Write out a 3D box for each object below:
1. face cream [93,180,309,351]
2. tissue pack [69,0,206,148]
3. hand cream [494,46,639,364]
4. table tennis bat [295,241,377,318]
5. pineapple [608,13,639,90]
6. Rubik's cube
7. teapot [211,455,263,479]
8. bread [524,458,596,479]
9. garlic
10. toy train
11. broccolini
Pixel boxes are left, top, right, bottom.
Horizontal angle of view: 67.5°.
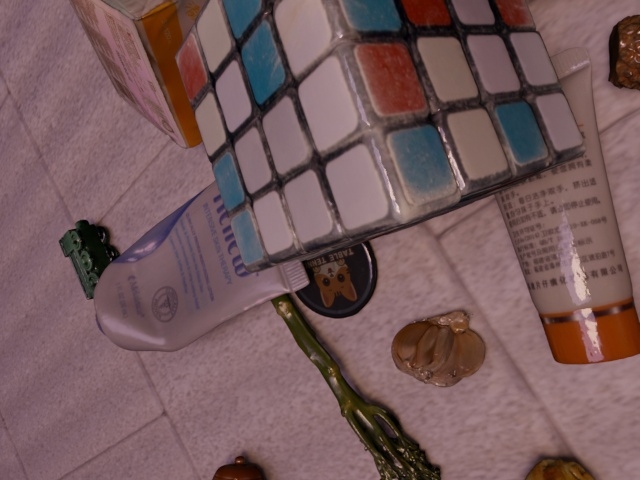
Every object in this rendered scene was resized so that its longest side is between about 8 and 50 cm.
[{"bbox_3d":[-0.218,0.055,0.792,0.420,0.137,0.234,-30,68,24],"label":"face cream"},{"bbox_3d":[-0.229,-0.271,0.671,0.185,0.124,0.225,36,157,20],"label":"tissue pack"},{"bbox_3d":[0.242,-0.032,0.508,0.140,0.089,0.314,-15,86,38],"label":"hand cream"},{"bbox_3d":[0.000,0.000,0.697,0.150,0.027,0.236,-19,90,33],"label":"table tennis bat"},{"bbox_3d":[0.352,-0.175,0.429,0.159,0.074,0.074,2,99,23],"label":"pineapple"},{"bbox_3d":[0.044,-0.133,0.471,0.259,0.253,0.256,-24,85,56],"label":"Rubik's cube"},{"bbox_3d":[-0.143,0.424,0.813,0.173,0.116,0.116,-29,81,59],"label":"teapot"},{"bbox_3d":[0.257,0.428,0.579,0.077,0.084,0.367,4,105,-12],"label":"bread"},{"bbox_3d":[0.146,0.143,0.599,0.113,0.094,0.074,1,139,26],"label":"garlic"},{"bbox_3d":[-0.456,0.046,0.960,0.111,0.071,0.170,-29,83,41],"label":"toy train"},{"bbox_3d":[0.025,0.208,0.705,0.392,0.079,0.074,53,131,22],"label":"broccolini"}]
